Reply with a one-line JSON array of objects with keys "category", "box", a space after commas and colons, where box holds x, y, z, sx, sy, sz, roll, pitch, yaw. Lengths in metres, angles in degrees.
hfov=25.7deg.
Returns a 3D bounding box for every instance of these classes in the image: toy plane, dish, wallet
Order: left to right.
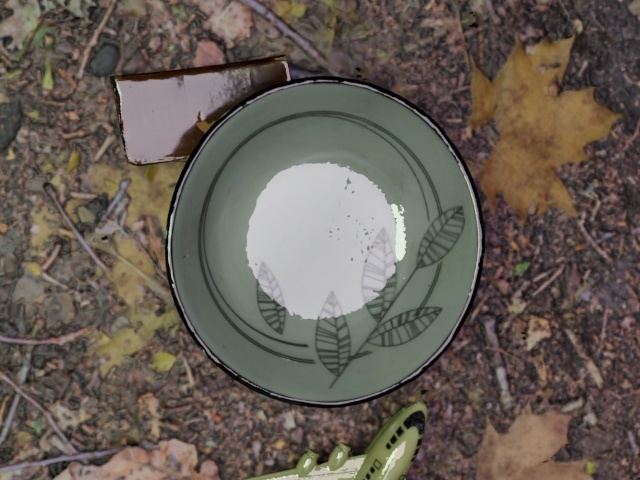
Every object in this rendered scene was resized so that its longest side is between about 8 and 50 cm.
[{"category": "wallet", "box": [-0.113, -0.128, 1.386, 0.176, 0.026, 0.095, -10, 94, -14]}, {"category": "dish", "box": [0.000, 0.000, 1.374, 0.316, 0.106, 0.316, 0, 93, -9]}, {"category": "toy plane", "box": [0.038, 0.266, 1.402, 0.229, 0.092, 0.244, 30, 87, -8]}]
